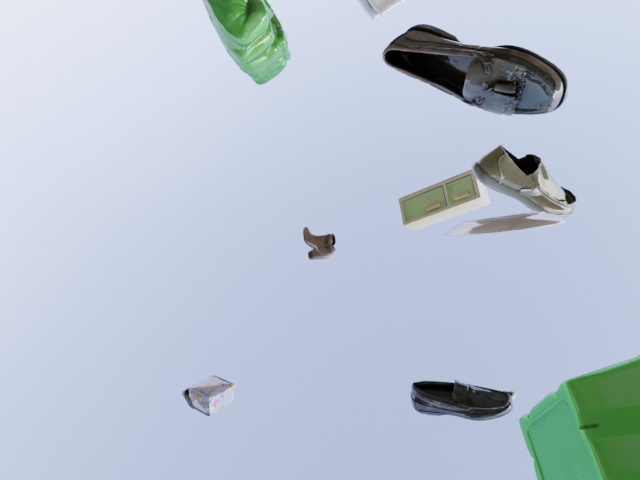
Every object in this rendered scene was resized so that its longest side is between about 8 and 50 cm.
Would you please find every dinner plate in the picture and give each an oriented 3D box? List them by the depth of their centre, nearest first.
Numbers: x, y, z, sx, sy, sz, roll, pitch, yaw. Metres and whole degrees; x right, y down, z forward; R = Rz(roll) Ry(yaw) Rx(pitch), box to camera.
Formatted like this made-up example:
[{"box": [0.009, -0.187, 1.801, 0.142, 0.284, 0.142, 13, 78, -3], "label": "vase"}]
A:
[{"box": [0.220, -0.021, 0.594, 0.141, 0.141, 0.017, -9, -89, 4], "label": "dinner plate"}]

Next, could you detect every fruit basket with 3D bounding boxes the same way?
[{"box": [0.509, 0.358, 0.674, 0.392, 0.282, 0.392, 3, -129, -4], "label": "fruit basket"}]

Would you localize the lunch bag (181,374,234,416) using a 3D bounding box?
[{"box": [-0.223, 0.307, 0.984, 0.083, 0.053, 0.071, 13, -164, 33], "label": "lunch bag"}]

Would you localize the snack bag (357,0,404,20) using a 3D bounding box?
[{"box": [0.143, -0.712, 1.126, 0.323, 0.037, 0.342, -37, -89, -17], "label": "snack bag"}]

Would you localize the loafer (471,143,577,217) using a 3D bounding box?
[{"box": [0.434, -0.122, 1.010, 0.251, 0.087, 0.094, 19, -144, -18], "label": "loafer"}]

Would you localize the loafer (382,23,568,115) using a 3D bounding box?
[{"box": [0.206, -0.233, 0.702, 0.084, 0.096, 0.268, -33, -129, -31], "label": "loafer"}]

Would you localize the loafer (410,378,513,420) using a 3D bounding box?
[{"box": [0.315, 0.355, 1.114, 0.223, 0.078, 0.076, -3, -152, 20], "label": "loafer"}]

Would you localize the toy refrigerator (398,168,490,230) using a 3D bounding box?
[{"box": [0.393, -0.128, 1.593, 0.270, 0.094, 0.102, -20, -114, 33], "label": "toy refrigerator"}]

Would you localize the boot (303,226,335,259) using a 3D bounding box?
[{"box": [0.000, 0.000, 1.380, 0.087, 0.042, 0.118, -24, -116, 24], "label": "boot"}]

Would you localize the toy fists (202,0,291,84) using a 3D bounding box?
[{"box": [-0.111, -0.338, 0.800, 0.096, 0.142, 0.279, -24, -171, 3], "label": "toy fists"}]

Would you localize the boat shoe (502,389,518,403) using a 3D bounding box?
[{"box": [0.479, 0.407, 1.272, 0.046, 0.125, 0.038, -42, -121, -6], "label": "boat shoe"}]
